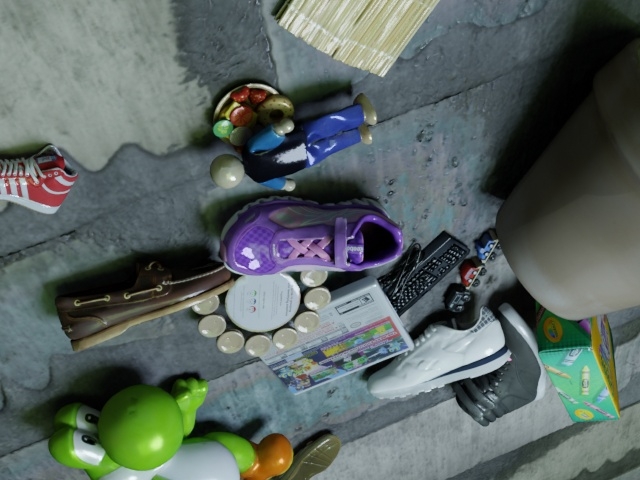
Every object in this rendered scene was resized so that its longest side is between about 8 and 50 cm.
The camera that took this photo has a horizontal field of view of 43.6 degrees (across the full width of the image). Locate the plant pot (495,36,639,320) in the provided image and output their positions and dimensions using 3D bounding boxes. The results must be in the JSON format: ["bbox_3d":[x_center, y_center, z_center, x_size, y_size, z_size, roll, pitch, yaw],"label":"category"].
[{"bbox_3d":[0.392,-0.043,1.019,0.323,0.323,0.280,14,139,-37],"label":"plant pot"}]

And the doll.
[{"bbox_3d":[-0.031,-0.098,0.880,0.189,0.046,0.129,-22,154,-18],"label":"doll"}]

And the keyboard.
[{"bbox_3d":[0.130,0.070,1.154,0.192,0.038,0.100,-46,134,17],"label":"keyboard"}]

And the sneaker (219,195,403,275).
[{"bbox_3d":[0.000,0.000,0.954,0.237,0.104,0.095,-6,109,-25],"label":"sneaker"}]

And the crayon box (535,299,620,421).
[{"bbox_3d":[0.415,0.164,1.288,0.081,0.165,0.278,-9,144,24],"label":"crayon box"}]

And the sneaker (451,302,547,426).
[{"bbox_3d":[0.290,0.221,1.330,0.147,0.104,0.295,-30,142,-6],"label":"sneaker"}]

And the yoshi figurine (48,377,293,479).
[{"bbox_3d":[-0.185,0.302,1.107,0.362,0.203,0.203,30,94,-34],"label":"yoshi figurine"}]

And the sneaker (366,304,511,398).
[{"bbox_3d":[0.175,0.178,1.255,0.235,0.090,0.094,-23,96,15],"label":"sneaker"}]

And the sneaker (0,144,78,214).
[{"bbox_3d":[-0.299,-0.069,0.792,0.067,0.042,0.118,-45,143,23],"label":"sneaker"}]

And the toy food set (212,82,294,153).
[{"bbox_3d":[-0.076,-0.132,0.865,0.083,0.020,0.082,23,117,-41],"label":"toy food set"}]

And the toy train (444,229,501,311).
[{"bbox_3d":[0.225,0.046,1.190,0.036,0.027,0.158,10,126,-21],"label":"toy train"}]

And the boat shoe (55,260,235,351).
[{"bbox_3d":[-0.206,0.061,0.945,0.207,0.073,0.073,-21,95,-15],"label":"boat shoe"}]

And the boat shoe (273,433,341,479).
[{"bbox_3d":[-0.026,0.380,1.370,0.056,0.048,0.153,30,106,-30],"label":"boat shoe"}]

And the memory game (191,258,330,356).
[{"bbox_3d":[-0.076,0.075,1.037,0.186,0.012,0.186,-6,120,-11],"label":"memory game"}]

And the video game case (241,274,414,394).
[{"bbox_3d":[0.015,0.141,1.149,0.201,0.023,0.183,-23,138,8],"label":"video game case"}]

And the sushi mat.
[{"bbox_3d":[0.098,-0.311,0.786,0.152,0.019,0.316,18,121,-40],"label":"sushi mat"}]
